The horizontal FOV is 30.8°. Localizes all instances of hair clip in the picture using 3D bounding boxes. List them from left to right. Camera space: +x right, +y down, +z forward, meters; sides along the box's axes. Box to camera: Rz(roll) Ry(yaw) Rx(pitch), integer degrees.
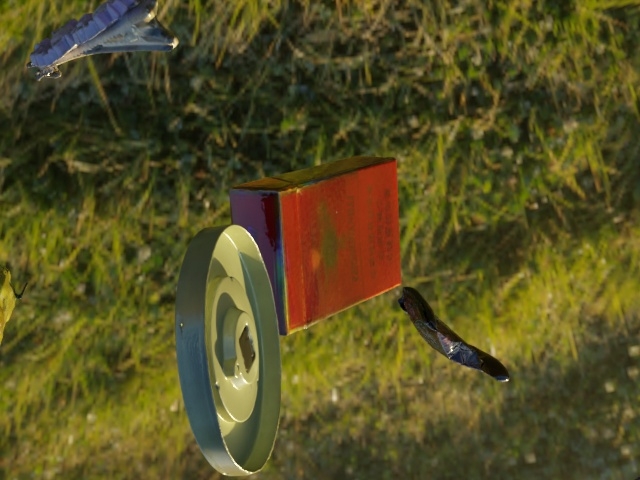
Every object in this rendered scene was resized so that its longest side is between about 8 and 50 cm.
[{"bbox_3d":[-0.279,-0.252,1.448,0.292,0.106,0.084,-7,125,44],"label":"hair clip"}]

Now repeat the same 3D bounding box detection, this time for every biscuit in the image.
[{"bbox_3d":[0.239,0.182,2.171,0.235,0.151,0.063,43,85,-28],"label":"biscuit"}]

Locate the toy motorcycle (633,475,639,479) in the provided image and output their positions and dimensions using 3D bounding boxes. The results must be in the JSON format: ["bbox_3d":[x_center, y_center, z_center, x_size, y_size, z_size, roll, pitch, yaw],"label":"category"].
[{"bbox_3d":[0.366,0.205,0.981,0.225,0.152,0.073,-39,123,6],"label":"toy motorcycle"}]

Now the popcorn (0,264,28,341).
[{"bbox_3d":[-0.389,0.079,1.225,0.142,0.173,0.173,21,137,10],"label":"popcorn"}]

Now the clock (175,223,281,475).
[{"bbox_3d":[-0.078,0.101,1.083,0.029,0.235,0.235,-6,137,15],"label":"clock"}]

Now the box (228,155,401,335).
[{"bbox_3d":[0.000,-0.001,1.630,0.089,0.313,0.197,5,103,32],"label":"box"}]
